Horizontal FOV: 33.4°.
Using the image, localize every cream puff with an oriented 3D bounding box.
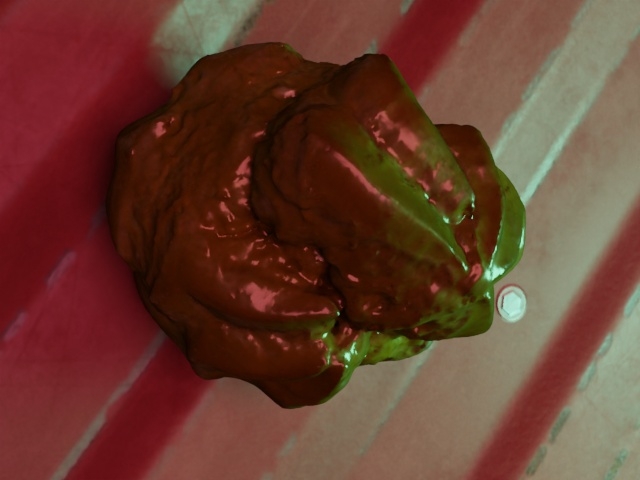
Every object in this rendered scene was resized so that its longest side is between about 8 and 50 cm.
[{"bbox_3d":[-0.008,0.000,0.846,0.323,0.270,0.274,37,81,-19],"label":"cream puff"}]
